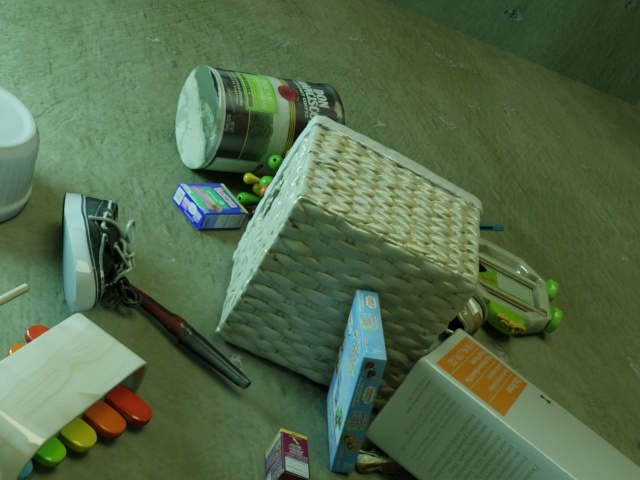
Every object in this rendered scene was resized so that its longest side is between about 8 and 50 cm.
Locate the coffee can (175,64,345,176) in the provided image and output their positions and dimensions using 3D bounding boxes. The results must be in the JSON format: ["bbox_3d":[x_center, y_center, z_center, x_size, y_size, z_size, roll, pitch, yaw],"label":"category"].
[{"bbox_3d":[-0.120,-0.226,2.025,0.275,0.201,0.201,3,37,-32],"label":"coffee can"}]

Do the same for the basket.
[{"bbox_3d":[0.049,0.043,1.644,0.331,0.328,0.266,26,31,-11],"label":"basket"}]

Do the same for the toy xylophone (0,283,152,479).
[{"bbox_3d":[-0.354,0.172,1.274,0.236,0.081,0.323,39,28,15],"label":"toy xylophone"}]

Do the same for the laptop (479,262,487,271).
[{"bbox_3d":[0.168,-0.061,1.898,0.264,0.136,0.234,5,29,-31],"label":"laptop"}]

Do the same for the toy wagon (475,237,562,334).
[{"bbox_3d":[0.373,0.105,2.141,0.267,0.068,0.344,27,28,-6],"label":"toy wagon"}]

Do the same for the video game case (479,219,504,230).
[{"bbox_3d":[0.321,-0.040,2.335,0.166,0.015,0.119,1,13,-45],"label":"video game case"}]

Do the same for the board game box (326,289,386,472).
[{"bbox_3d":[0.049,0.203,1.486,0.039,0.211,0.160,8,31,-7],"label":"board game box"}]

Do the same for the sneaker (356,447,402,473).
[{"bbox_3d":[0.087,0.323,1.522,0.083,0.032,0.037,12,33,-34],"label":"sneaker"}]

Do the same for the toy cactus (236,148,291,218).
[{"bbox_3d":[-0.043,-0.087,1.955,0.180,0.219,0.112,61,0,-31],"label":"toy cactus"}]

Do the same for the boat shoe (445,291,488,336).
[{"bbox_3d":[0.187,0.069,1.962,0.302,0.113,0.103,38,22,12],"label":"boat shoe"}]

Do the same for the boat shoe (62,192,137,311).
[{"bbox_3d":[-0.323,0.014,1.504,0.105,0.113,0.306,2,18,-16],"label":"boat shoe"}]

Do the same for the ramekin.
[{"bbox_3d":[-0.558,-0.156,1.572,0.273,0.127,0.273,24,27,-13],"label":"ramekin"}]

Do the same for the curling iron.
[{"bbox_3d":[-0.216,0.139,1.523,0.274,0.035,0.068,35,31,10],"label":"curling iron"}]

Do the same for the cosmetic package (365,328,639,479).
[{"bbox_3d":[0.315,0.347,1.536,0.453,0.161,0.230,38,19,12],"label":"cosmetic package"}]

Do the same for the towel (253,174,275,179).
[{"bbox_3d":[-0.115,-0.169,2.158,0.113,0.023,0.152,43,29,23],"label":"towel"}]

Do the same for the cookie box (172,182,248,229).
[{"bbox_3d":[-0.200,-0.063,1.871,0.107,0.040,0.092,-2,41,-48],"label":"cookie box"}]

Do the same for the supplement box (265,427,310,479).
[{"bbox_3d":[-0.045,0.305,1.392,0.043,0.055,0.083,22,29,-17],"label":"supplement box"}]
